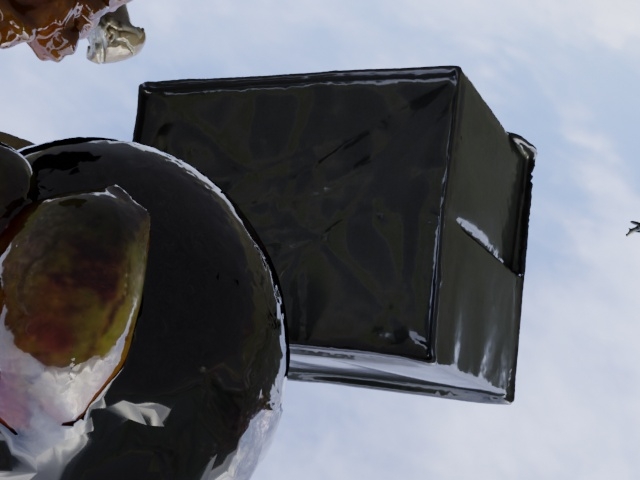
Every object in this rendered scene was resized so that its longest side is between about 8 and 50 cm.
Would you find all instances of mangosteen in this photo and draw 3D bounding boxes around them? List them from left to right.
[{"bbox_3d":[-0.128,0.043,0.447,0.211,0.211,0.250,49,-176,38],"label":"mangosteen"}]

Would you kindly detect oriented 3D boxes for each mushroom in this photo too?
[{"bbox_3d":[-0.291,-0.331,1.308,0.116,0.093,0.225,-8,-115,-12],"label":"mushroom"}]

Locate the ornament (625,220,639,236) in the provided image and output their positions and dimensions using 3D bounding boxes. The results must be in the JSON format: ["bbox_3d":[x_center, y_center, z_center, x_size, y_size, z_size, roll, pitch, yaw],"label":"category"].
[{"bbox_3d":[0.306,-0.006,0.810,0.125,0.073,0.028,9,-175,18],"label":"ornament"}]

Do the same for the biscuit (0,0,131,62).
[{"bbox_3d":[-0.315,-0.352,1.059,0.312,0.110,0.318,44,-132,-13],"label":"biscuit"}]

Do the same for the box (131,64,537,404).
[{"bbox_3d":[0.000,0.000,0.954,0.345,0.251,0.204,1,164,26],"label":"box"}]

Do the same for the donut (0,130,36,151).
[{"bbox_3d":[-0.315,0.008,0.802,0.330,0.330,0.160,19,-120,-11],"label":"donut"}]
